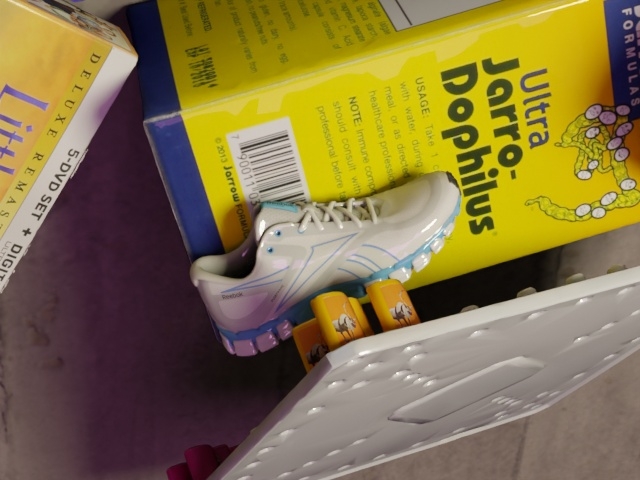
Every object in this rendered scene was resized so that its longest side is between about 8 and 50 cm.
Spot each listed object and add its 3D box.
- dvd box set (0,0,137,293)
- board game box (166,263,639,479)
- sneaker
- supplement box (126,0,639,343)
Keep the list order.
[{"bbox_3d":[-0.367,-0.081,0.794,0.420,0.062,0.308,24,108,-36],"label":"dvd box set"},{"bbox_3d":[0.104,0.096,0.978,0.389,0.050,0.390,-13,160,-27],"label":"board game box"},{"bbox_3d":[0.000,0.000,0.827,0.190,0.071,0.083,-31,117,7],"label":"sneaker"},{"bbox_3d":[0.059,-0.098,0.934,0.356,0.194,0.195,-16,124,-2],"label":"supplement box"}]
